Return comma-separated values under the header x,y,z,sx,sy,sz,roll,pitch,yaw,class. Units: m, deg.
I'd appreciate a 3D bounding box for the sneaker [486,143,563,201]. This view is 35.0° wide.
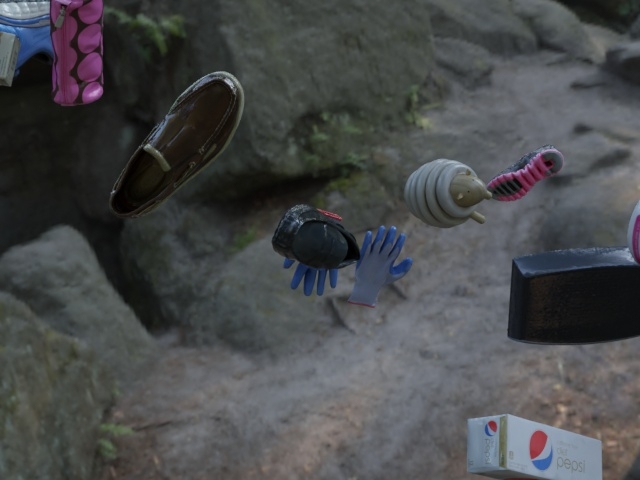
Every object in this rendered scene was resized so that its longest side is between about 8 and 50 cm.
x,y,z,sx,sy,sz,roll,pitch,yaw,class
0.289,-0.099,1.441,0.119,0.047,0.057,-29,25,21,sneaker

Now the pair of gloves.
x,y,z,sx,sy,sz,roll,pitch,yaw,class
0.045,0.034,1.632,0.198,0.159,0.023,15,29,-7,pair of gloves

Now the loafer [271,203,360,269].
x,y,z,sx,sy,sz,roll,pitch,yaw,class
0.000,0.000,1.365,0.078,0.076,0.223,28,5,18,loafer

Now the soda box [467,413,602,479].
x,y,z,sx,sy,sz,roll,pitch,yaw,class
0.290,0.289,1.358,0.216,0.074,0.069,21,-26,-38,soda box

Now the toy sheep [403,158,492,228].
x,y,z,sx,sy,sz,roll,pitch,yaw,class
0.145,-0.054,1.203,0.091,0.091,0.132,-28,11,-36,toy sheep

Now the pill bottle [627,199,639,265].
x,y,z,sx,sy,sz,roll,pitch,yaw,class
0.590,0.020,1.439,0.160,0.160,0.283,-21,29,-19,pill bottle

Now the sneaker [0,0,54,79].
x,y,z,sx,sy,sz,roll,pitch,yaw,class
-0.576,-0.333,1.727,0.129,0.147,0.330,14,21,43,sneaker

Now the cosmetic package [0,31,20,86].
x,y,z,sx,sy,sz,roll,pitch,yaw,class
-0.430,-0.231,1.233,0.115,0.060,0.041,10,-7,-6,cosmetic package

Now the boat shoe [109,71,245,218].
x,y,z,sx,sy,sz,roll,pitch,yaw,class
-0.200,-0.121,1.396,0.257,0.095,0.095,-50,0,21,boat shoe

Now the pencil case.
x,y,z,sx,sy,sz,roll,pitch,yaw,class
-0.388,-0.308,1.593,0.095,0.209,0.098,4,40,-3,pencil case

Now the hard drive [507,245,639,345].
x,y,z,sx,sy,sz,roll,pitch,yaw,class
0.444,0.097,1.690,0.254,0.172,0.054,-4,26,-5,hard drive
